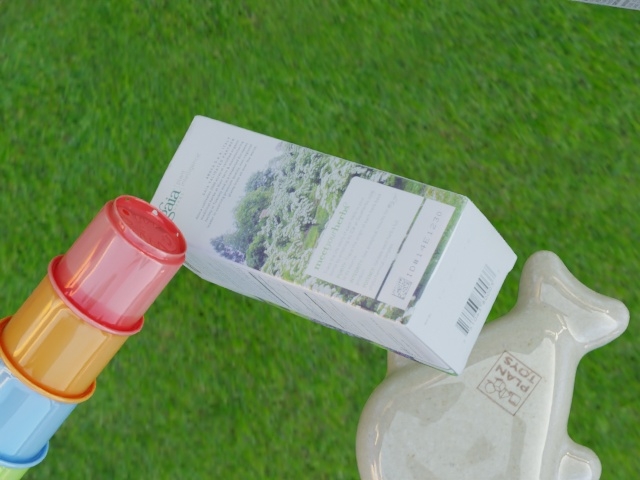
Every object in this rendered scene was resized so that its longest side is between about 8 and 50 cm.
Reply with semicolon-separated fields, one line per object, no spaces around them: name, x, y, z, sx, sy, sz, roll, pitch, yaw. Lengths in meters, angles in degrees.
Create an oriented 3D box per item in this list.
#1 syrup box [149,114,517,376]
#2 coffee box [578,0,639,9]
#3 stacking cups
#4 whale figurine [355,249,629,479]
syrup box;0.000;0.000;0.962;0.093;0.236;0.096;-63;144;-12
coffee box;0.181;-0.247;0.901;0.297;0.119;0.168;8;81;-3
stacking cups;-0.200;0.105;0.967;0.096;0.096;0.316;36;109;-21
whale figurine;0.149;0.143;1.230;0.216;0.141;0.272;35;80;10
